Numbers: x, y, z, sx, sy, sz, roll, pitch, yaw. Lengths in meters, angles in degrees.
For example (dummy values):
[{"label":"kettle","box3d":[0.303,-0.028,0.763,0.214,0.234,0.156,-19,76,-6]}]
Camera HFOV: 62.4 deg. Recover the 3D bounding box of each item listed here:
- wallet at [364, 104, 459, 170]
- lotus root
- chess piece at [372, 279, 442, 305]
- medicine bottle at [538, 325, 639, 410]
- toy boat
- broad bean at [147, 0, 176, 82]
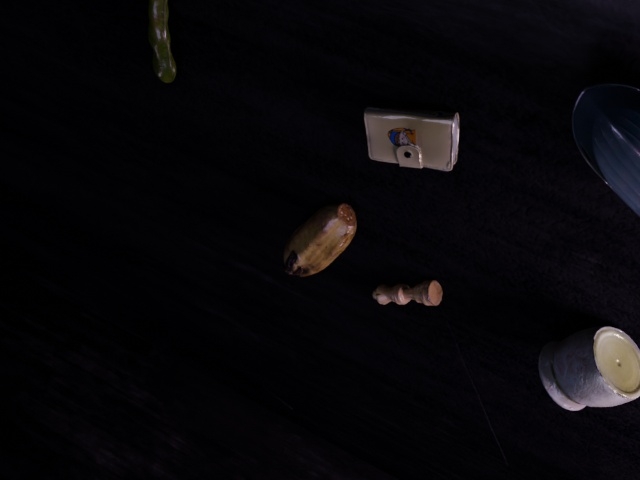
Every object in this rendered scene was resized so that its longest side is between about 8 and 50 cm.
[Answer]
[{"label":"wallet","box3d":[0.156,-0.177,0.902,0.155,0.039,0.110,13,136,25]},{"label":"lotus root","box3d":[0.000,0.000,1.182,0.110,0.097,0.258,33,137,-13]},{"label":"chess piece","box3d":[0.192,0.123,1.214,0.172,0.060,0.060,-7,129,45]},{"label":"medicine bottle","box3d":[0.525,0.251,1.031,0.147,0.147,0.143,36,145,-5]},{"label":"toy boat","box3d":[0.433,-0.108,0.698,0.296,0.122,0.114,35,124,-21]},{"label":"broad bean","box3d":[-0.293,-0.397,0.977,0.052,0.052,0.256,-5,145,-19]}]
